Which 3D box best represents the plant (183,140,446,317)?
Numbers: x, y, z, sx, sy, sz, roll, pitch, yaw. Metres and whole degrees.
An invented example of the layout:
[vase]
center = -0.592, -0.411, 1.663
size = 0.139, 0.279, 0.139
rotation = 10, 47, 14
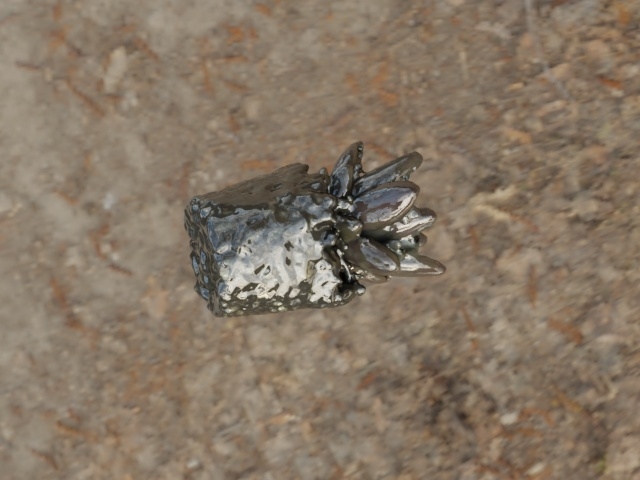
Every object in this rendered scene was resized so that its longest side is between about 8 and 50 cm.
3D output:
[plant]
center = 0.000, 0.000, 1.879
size = 0.181, 0.320, 0.194
rotation = -135, 37, -61
